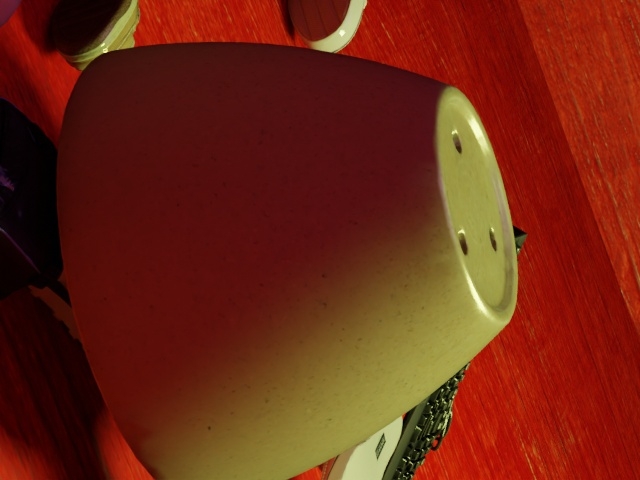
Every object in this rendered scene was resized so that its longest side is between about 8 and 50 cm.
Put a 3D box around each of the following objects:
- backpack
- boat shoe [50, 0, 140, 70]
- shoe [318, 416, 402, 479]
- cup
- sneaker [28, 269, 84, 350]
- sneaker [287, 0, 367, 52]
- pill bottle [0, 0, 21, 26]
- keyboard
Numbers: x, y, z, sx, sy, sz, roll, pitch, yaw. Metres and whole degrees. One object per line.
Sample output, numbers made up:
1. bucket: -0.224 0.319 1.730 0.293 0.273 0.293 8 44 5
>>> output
1. backpack: -0.220 -0.030 1.284 0.105 0.084 0.114 51 30 -47
2. boat shoe: -0.174 -0.180 1.624 0.190 0.068 0.072 -81 160 -56
3. shoe: 0.012 0.194 1.781 0.178 0.081 0.063 -55 138 -58
4. cup: 0.000 0.000 1.367 0.331 0.237 0.331 -13 90 -72
5. sneaker: -0.145 0.024 1.446 0.235 0.095 0.090 46 29 -57
6. sneaker: 0.021 -0.291 2.272 0.091 0.094 0.258 52 25 -37
7. pill bottle: -0.249 -0.201 1.296 0.229 0.131 0.131 -80 147 -57
8. keyboard: 0.127 0.131 1.926 0.317 0.033 0.201 -65 169 15
